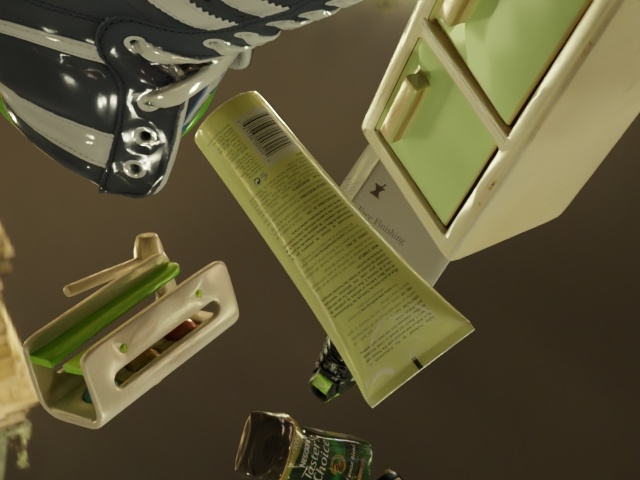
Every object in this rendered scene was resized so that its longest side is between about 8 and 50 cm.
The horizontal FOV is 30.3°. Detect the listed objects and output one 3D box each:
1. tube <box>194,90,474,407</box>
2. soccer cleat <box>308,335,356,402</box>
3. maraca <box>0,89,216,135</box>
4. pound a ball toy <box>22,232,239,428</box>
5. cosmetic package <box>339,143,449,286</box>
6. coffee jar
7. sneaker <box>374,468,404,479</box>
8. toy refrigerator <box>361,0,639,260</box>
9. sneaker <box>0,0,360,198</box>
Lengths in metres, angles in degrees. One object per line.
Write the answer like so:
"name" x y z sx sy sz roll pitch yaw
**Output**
"tube" 0.000 0.000 0.860 0.240 0.070 0.062 51 -144 13
"soccer cleat" 0.025 0.113 1.133 0.060 0.179 0.072 40 -111 12
"maraca" -0.111 -0.130 0.570 0.127 0.186 0.099 -12 -175 -13
"pound a ball toy" -0.261 0.121 1.622 0.208 0.136 0.319 7 -150 37
"cosmetic package" 0.090 -0.018 1.526 0.151 0.151 0.184 35 -97 -9
"coffee jar" -0.022 0.282 1.528 0.079 0.184 0.096 0 -108 51
"sneaker" 0.105 0.263 1.091 0.216 0.079 0.121 -22 -95 24
"toy refrigerator" 0.110 -0.106 0.583 0.094 0.269 0.102 -22 -112 -26
"sneaker" -0.019 -0.089 0.386 0.282 0.153 0.099 9 -133 29
